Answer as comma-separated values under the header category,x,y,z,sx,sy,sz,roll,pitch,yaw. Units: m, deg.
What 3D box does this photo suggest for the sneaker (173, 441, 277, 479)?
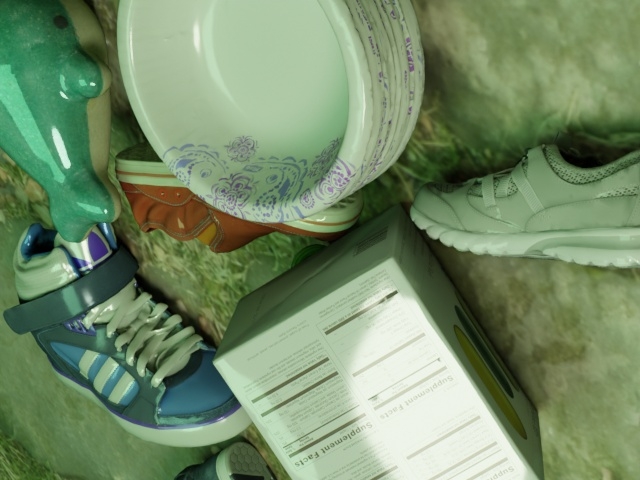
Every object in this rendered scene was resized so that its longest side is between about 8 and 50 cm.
category,x,y,z,sx,sy,sz,roll,pitch,yaw
sneaker,-0.097,0.365,2.081,0.163,0.086,0.226,-29,91,39

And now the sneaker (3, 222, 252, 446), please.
category,x,y,z,sx,sy,sz,roll,pitch,yaw
sneaker,-0.226,0.088,1.946,0.323,0.130,0.236,19,137,38

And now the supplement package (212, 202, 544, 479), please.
category,x,y,z,sx,sy,sz,roll,pitch,yaw
supplement package,0.061,0.142,1.627,0.198,0.199,0.262,-31,101,12

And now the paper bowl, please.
category,x,y,z,sx,sy,sz,roll,pitch,yaw
paper bowl,-0.033,-0.170,1.532,0.284,0.148,0.284,19,123,32

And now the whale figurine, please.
category,x,y,z,sx,sy,sz,roll,pitch,yaw
whale figurine,-0.295,-0.131,1.773,0.216,0.141,0.272,-25,79,50

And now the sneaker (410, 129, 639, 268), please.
category,x,y,z,sx,sy,sz,roll,pitch,yaw
sneaker,0.200,-0.040,1.514,0.281,0.105,0.115,6,91,44

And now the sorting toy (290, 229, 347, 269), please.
category,x,y,z,sx,sy,sz,roll,pitch,yaw
sorting toy,0.000,0.000,1.731,0.042,0.061,0.102,40,112,58

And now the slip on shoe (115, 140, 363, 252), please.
category,x,y,z,sx,sy,sz,roll,pitch,yaw
slip on shoe,-0.080,-0.038,1.718,0.331,0.123,0.101,9,117,45
